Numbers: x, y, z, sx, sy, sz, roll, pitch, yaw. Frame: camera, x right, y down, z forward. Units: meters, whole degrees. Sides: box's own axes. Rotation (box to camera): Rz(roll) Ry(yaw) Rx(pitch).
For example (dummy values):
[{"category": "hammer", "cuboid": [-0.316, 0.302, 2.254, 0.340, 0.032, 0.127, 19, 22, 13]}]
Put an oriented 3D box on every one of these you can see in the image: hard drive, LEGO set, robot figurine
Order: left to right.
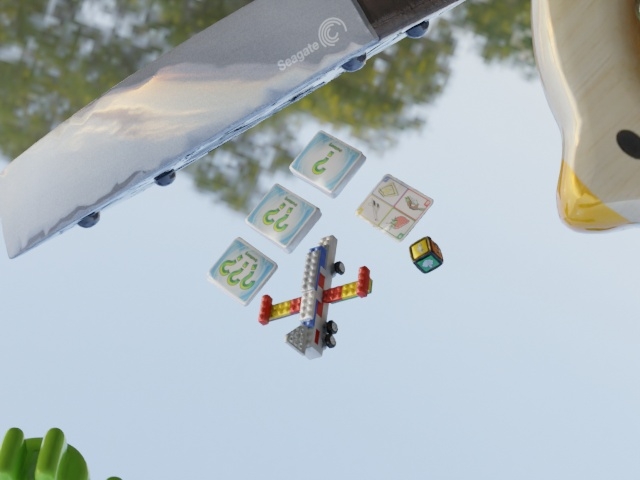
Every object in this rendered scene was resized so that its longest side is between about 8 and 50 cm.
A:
[{"category": "robot figurine", "cuboid": [-0.168, 0.165, 0.934, 0.101, 0.115, 0.067, -1, -143, 1]}, {"category": "hard drive", "cuboid": [-0.048, -0.080, 0.829, 0.054, 0.254, 0.172, 60, -148, -4]}, {"category": "LEGO set", "cuboid": [0.000, 0.000, 1.389, 0.060, 0.182, 0.244, 43, 174, -40]}]

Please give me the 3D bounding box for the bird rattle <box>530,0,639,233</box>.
[{"category": "bird rattle", "cuboid": [0.155, -0.094, 0.474, 0.253, 0.207, 0.143, 1, 179, 3]}]
